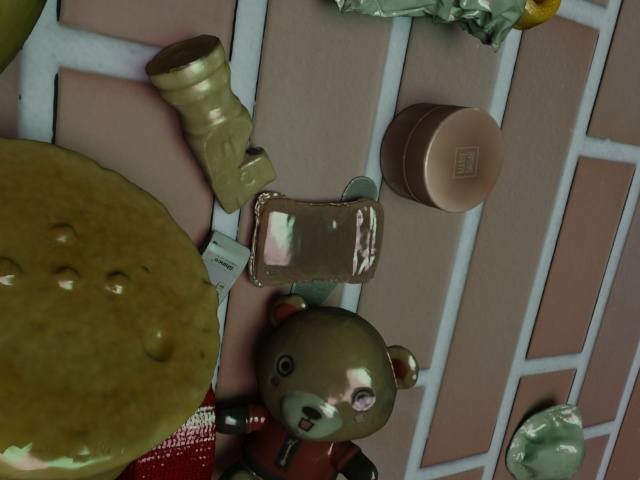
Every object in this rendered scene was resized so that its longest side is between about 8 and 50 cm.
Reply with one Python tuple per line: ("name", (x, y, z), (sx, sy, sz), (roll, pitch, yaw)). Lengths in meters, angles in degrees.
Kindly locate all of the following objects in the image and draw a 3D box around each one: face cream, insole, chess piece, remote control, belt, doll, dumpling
("face cream", (0.176, -0.122, 0.789), (0.149, 0.104, 0.149), (-10, 110, -27))
("insole", (0.023, 0.012, 0.804), (0.080, 0.003, 0.231), (27, 92, -34))
("chess piece", (-0.121, -0.128, 0.639), (0.090, 0.090, 0.200), (-34, 131, -16))
("remote control", (-0.158, 0.069, 0.704), (0.065, 0.029, 0.166), (32, 93, -35))
("belt", (-0.207, 0.249, 0.676), (0.124, 0.128, 0.200), (1, 106, -31))
("doll", (-0.013, 0.248, 0.763), (0.329, 0.235, 0.174), (-68, 167, 14))
("dumpling", (0.496, 0.453, 1.162), (0.153, 0.108, 0.218), (4, 102, -31))

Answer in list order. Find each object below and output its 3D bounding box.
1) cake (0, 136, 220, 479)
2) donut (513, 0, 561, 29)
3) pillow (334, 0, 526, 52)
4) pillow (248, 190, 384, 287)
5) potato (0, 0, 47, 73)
("cake", (-0.306, 0.113, 0.516), (0.333, 0.332, 0.321), (29, 128, -34))
("donut", (0.324, -0.376, 0.830), (0.108, 0.043, 0.097), (30, 89, -29))
("pillow", (0.152, -0.410, 0.664), (0.284, 0.138, 0.309), (7, 101, -23))
("pillow", (0.000, 0.003, 0.768), (0.211, 0.034, 0.135), (2, 100, -28))
("potato", (-0.367, -0.288, 0.310), (0.442, 0.386, 0.319), (50, 44, -39))
